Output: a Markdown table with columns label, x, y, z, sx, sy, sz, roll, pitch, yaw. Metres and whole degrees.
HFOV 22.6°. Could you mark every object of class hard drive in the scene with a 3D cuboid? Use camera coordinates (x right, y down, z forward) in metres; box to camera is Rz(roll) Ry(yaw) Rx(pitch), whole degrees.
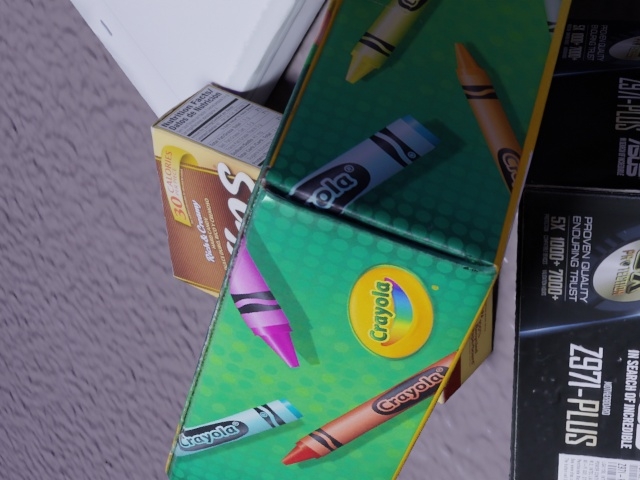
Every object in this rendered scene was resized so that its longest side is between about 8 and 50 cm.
| label | x | y | z | sx | sy | sz | roll | pitch | yaw |
| --- | --- | --- | --- | --- | --- | --- | --- | --- | --- |
| hard drive | -0.062 | -0.202 | 0.835 | 0.203 | 0.040 | 0.307 | 53 | 144 | 13 |

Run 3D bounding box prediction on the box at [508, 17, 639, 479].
| label | x | y | z | sx | sy | sz | roll | pitch | yaw |
| --- | --- | --- | --- | --- | --- | --- | --- | --- | --- |
| box | 0.122 | 0.022 | 0.646 | 0.078 | 0.147 | 0.180 | 4 | 121 | 11 |

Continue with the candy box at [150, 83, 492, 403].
| label | x | y | z | sx | sy | sz | roll | pitch | yaw |
| --- | --- | --- | --- | --- | --- | --- | --- | --- | --- |
| candy box | 0.000 | 0.000 | 0.847 | 0.187 | 0.053 | 0.109 | 24 | 137 | 31 |

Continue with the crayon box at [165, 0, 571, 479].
| label | x | y | z | sx | sy | sz | roll | pitch | yaw |
| --- | --- | --- | --- | --- | --- | --- | --- | --- | --- |
| crayon box | 0.032 | -0.044 | 0.622 | 0.081 | 0.278 | 0.165 | 20 | 136 | 0 |
